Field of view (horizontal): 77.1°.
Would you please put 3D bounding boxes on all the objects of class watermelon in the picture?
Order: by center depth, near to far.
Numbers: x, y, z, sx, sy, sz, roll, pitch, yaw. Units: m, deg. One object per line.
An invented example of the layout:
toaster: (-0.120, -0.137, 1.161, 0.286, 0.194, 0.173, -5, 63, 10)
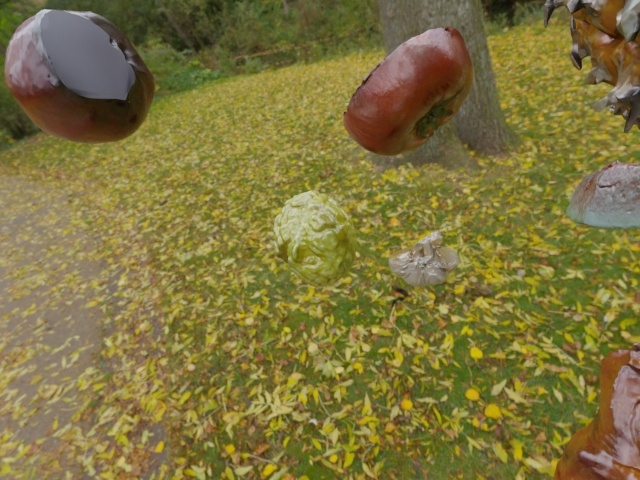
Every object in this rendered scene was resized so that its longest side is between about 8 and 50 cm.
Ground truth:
watermelon: (0.414, -0.058, 0.583, 0.081, 0.094, 0.180, -3, -5, -5)

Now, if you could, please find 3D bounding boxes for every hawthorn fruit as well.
hawthorn fruit: (-0.417, -0.264, 0.688, 0.249, 0.215, 0.215, -10, 32, 25)

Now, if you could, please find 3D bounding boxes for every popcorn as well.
popcorn: (0.000, 0.000, 1.057, 0.205, 0.251, 0.237, -38, 63, 13)

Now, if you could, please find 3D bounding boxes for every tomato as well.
tomato: (0.148, -0.212, 0.620, 0.224, 0.225, 0.085, -26, 73, -13)

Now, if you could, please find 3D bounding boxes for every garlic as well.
garlic: (0.169, 0.038, 0.656, 0.112, 0.074, 0.094, -9, 24, 13)

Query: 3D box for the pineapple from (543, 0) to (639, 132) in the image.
pineapple: (0.325, -0.253, 0.258, 0.351, 0.352, 0.301, -9, 72, 13)

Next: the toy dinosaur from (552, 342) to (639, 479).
toy dinosaur: (0.206, 0.256, 0.281, 0.097, 0.433, 0.208, 12, 22, -25)
